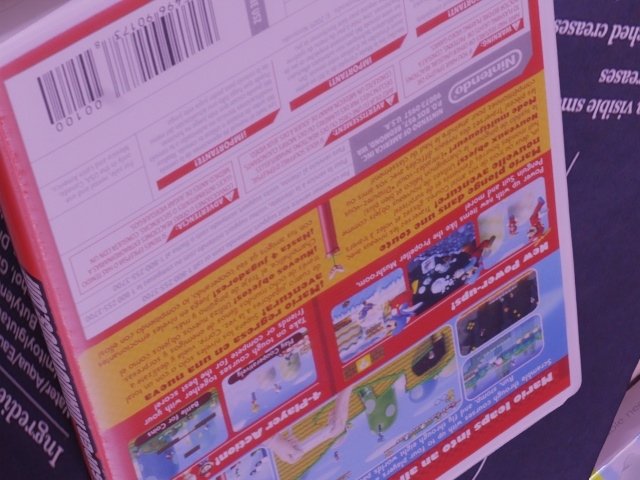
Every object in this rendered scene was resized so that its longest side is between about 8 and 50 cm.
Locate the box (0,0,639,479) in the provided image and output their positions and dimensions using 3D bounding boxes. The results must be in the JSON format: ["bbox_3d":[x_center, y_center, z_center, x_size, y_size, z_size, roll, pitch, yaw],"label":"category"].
[{"bbox_3d":[-0.010,-0.033,0.811,0.293,0.212,0.396,-1,118,-43],"label":"box"}]

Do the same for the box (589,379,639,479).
[{"bbox_3d":[0.204,0.129,1.122,0.178,0.042,0.109,-42,120,1],"label":"box"}]

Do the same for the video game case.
[{"bbox_3d":[0.000,0.000,0.663,0.204,0.025,0.285,-32,135,-22],"label":"video game case"}]
